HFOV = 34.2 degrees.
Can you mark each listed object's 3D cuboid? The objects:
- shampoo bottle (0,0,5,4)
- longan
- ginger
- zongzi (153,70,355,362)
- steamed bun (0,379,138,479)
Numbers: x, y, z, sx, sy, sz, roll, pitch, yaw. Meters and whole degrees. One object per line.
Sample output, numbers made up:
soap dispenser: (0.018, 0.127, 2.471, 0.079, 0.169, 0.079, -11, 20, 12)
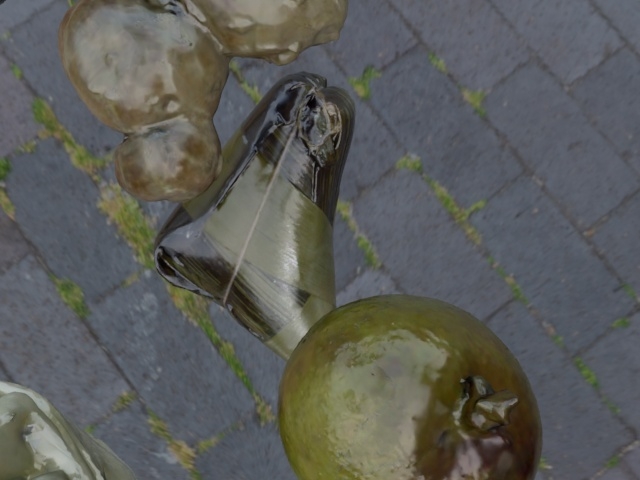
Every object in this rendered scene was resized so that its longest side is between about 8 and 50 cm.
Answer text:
shampoo bottle: (-0.183, -0.173, 0.410, 0.087, 0.183, 0.050, -32, 39, 20)
longan: (0.057, 0.102, 0.600, 0.154, 0.176, 0.145, 0, 83, -33)
ginger: (-0.128, -0.191, 0.979, 0.244, 0.155, 0.304, 36, 97, 6)
zongzi: (0.000, 0.000, 1.211, 0.317, 0.154, 0.289, 43, 112, 2)
steamed bun: (-0.333, 0.324, 1.022, 0.352, 0.247, 0.339, 45, 70, -32)
